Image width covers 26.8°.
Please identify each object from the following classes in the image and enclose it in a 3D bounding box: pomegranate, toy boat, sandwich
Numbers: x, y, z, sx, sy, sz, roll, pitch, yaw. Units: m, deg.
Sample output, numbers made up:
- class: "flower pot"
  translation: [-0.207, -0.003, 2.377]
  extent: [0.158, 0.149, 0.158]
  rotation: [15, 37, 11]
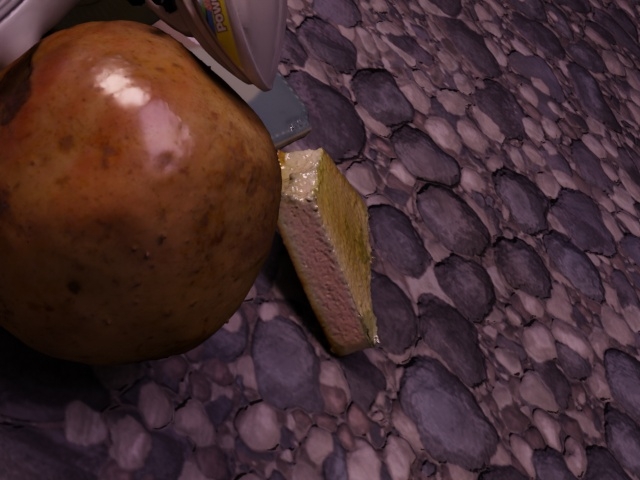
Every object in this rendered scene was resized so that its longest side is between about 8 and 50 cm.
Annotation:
- class: "pomegranate"
  translation: [-0.167, -0.035, 1.097]
  extent: [0.281, 0.281, 0.281]
  rotation: [29, 39, -26]
- class: "toy boat"
  translation: [-0.096, -0.253, 1.079]
  extent: [0.141, 0.141, 0.269]
  rotation: [0, 89, -48]
- class: "sandwich"
  translation: [0.000, 0.000, 1.380]
  extent: [0.162, 0.058, 0.193]
  rotation: [49, 29, -46]

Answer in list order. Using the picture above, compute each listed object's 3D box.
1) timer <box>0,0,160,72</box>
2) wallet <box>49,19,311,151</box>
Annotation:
- class: "timer"
  translation: [-0.263, -0.259, 1.182]
  extent: [0.291, 0.291, 0.315]
  rotation: [42, 55, -10]
- class: "wallet"
  translation: [-0.176, -0.218, 1.436]
  extent: [0.360, 0.083, 0.252]
  rotation: [53, 39, 7]
